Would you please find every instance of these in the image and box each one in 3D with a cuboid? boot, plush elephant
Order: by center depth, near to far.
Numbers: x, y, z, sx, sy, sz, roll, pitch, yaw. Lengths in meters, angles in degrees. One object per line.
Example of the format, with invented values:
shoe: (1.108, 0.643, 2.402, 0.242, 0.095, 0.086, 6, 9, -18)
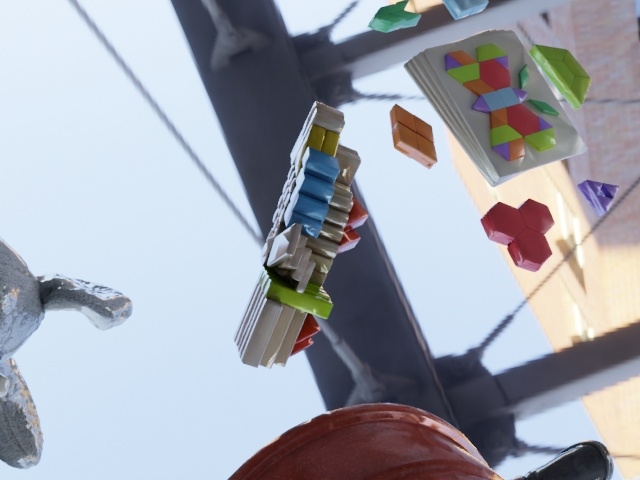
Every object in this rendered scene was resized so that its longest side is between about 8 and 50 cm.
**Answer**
plush elephant: (-0.289, 0.089, 0.783, 0.255, 0.272, 0.330, -18, -116, 49)
boot: (0.227, 0.307, 1.302, 0.189, 0.208, 0.076, -46, -124, 33)

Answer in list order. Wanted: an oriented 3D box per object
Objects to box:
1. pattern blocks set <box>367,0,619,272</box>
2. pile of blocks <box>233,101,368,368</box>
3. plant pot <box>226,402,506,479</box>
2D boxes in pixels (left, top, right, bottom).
pattern blocks set: (0.192, -0.146, 1.185, 0.285, 0.026, 0.325, -36, -100, -35)
pile of blocks: (0.000, 0.000, 1.383, 0.113, 0.149, 0.362, 20, -105, -14)
plant pot: (0.084, 0.261, 0.606, 0.272, 0.272, 0.265, -40, -151, -19)
